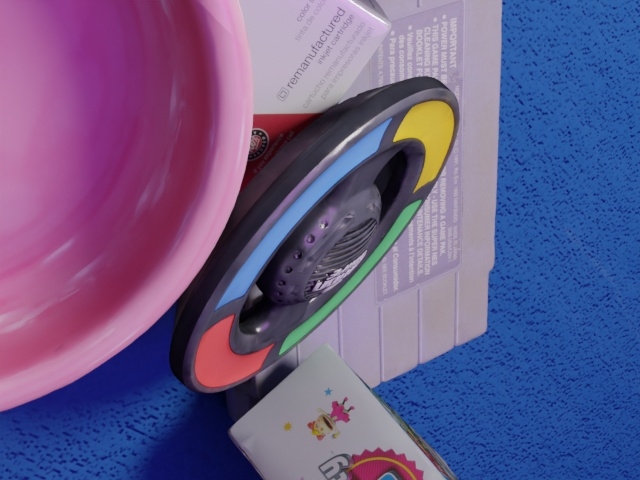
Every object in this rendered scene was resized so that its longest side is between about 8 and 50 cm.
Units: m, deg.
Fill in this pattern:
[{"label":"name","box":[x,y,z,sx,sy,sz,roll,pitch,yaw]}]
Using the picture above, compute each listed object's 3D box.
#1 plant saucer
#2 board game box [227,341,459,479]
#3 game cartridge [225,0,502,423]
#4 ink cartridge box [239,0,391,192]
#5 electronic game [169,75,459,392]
[{"label":"plant saucer","box":[-0.199,-0.068,0.555,0.332,0.084,0.332,-6,119,-12]},{"label":"board game box","box":[0.083,0.227,0.870,0.097,0.224,0.303,-41,147,-1]},{"label":"game cartridge","box":[0.026,-0.056,0.839,0.230,0.068,0.355,-24,126,-34]},{"label":"ink cartridge box","box":[-0.073,-0.118,0.654,0.175,0.072,0.127,27,109,-26]},{"label":"electronic game","box":[0.000,0.000,0.713,0.229,0.048,0.229,-44,164,-16]}]
